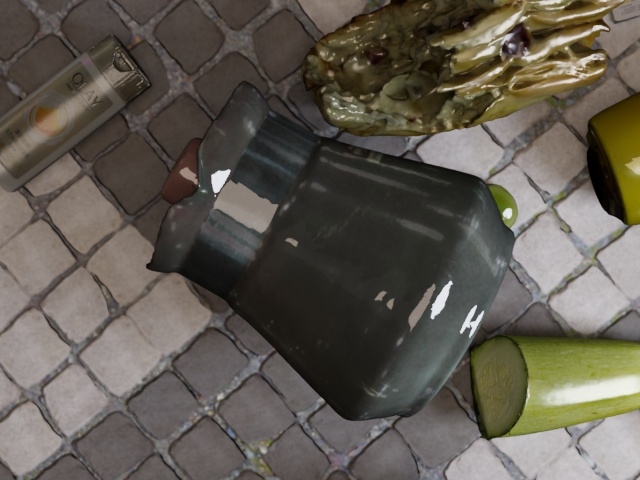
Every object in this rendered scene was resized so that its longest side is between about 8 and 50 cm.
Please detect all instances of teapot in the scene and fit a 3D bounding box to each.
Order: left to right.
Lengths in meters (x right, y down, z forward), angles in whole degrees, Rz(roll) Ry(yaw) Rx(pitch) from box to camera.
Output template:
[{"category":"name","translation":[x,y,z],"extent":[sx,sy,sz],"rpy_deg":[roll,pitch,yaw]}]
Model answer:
[{"category":"teapot","translation":[0.000,0.000,1.491],"extent":[0.362,0.376,0.305],"rpy_deg":[31,94,-3]}]

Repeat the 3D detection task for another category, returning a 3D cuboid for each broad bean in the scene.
[{"category":"broad bean","translation":[0.206,-0.041,1.646],"extent":[0.083,0.045,0.063],"rpy_deg":[7,95,-6]}]

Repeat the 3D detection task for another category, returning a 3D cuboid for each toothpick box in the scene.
[{"category":"toothpick box","translation":[0.456,-0.121,1.570],"extent":[0.271,0.175,0.175],"rpy_deg":[-19,93,5]}]

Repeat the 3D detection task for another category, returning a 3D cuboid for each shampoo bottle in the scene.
[{"category":"shampoo bottle","translation":[-0.324,-0.158,1.647],"extent":[0.227,0.056,0.086],"rpy_deg":[-36,93,3]}]

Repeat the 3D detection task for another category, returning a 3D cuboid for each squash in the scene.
[{"category":"squash","translation":[0.332,0.171,1.612],"extent":[0.287,0.137,0.137],"rpy_deg":[-4,93,2]}]

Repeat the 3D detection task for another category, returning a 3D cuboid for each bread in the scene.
[{"category":"bread","translation":[0.169,-0.221,1.513],"extent":[0.370,0.314,0.191],"rpy_deg":[-28,101,-2]}]

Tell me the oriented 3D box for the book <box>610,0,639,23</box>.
[{"category":"book","translation":[0.400,-0.371,1.633],"extent":[0.127,0.014,0.181],"rpy_deg":[-17,93,3]}]
